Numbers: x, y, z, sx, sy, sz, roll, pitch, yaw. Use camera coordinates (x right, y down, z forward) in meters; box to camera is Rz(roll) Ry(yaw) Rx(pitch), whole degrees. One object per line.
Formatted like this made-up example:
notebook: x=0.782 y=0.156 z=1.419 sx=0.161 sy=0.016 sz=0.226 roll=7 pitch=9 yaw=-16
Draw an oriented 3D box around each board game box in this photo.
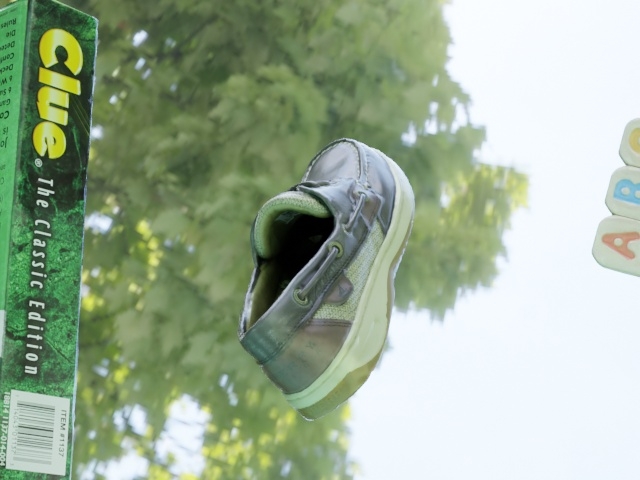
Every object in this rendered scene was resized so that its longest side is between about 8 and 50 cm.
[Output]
board game box: x=-0.165 y=0.021 z=0.478 sx=0.259 sy=0.136 sz=0.030 roll=-12 pitch=-22 yaw=41

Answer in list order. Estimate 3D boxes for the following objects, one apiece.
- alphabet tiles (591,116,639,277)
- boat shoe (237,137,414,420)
alphabet tiles: x=0.422 y=-0.022 z=1.485 sx=0.278 sy=0.284 sz=0.021 roll=15 pitch=-19 yaw=11
boat shoe: x=-0.001 y=0.001 z=0.828 sx=0.080 sy=0.223 sz=0.073 roll=-33 pitch=-64 yaw=27
